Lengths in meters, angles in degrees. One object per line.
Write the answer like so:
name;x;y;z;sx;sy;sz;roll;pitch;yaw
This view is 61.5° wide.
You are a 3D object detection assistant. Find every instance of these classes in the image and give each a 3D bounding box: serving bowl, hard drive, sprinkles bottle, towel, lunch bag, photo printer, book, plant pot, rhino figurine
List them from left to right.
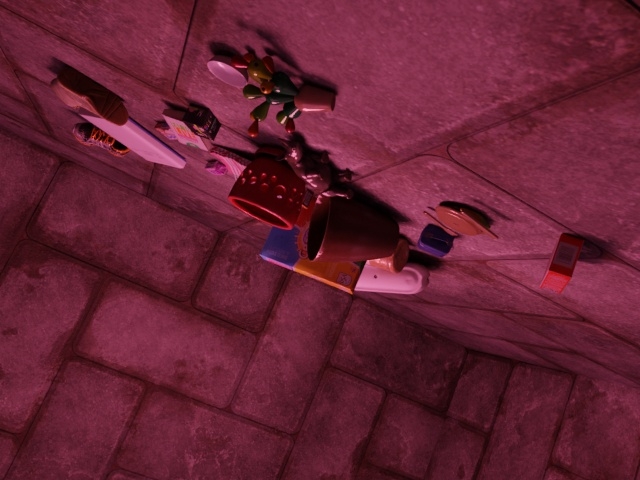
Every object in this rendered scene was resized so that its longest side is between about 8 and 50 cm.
hard drive;-0.638;-0.353;1.849;0.210;0.040;0.319;16;167;32
book;-0.365;-0.304;1.477;0.096;0.035;0.144;17;162;11
serving bowl;-0.173;-0.329;1.031;0.083;0.027;0.083;22;169;5
towel;-0.232;-0.211;1.623;0.197;0.029;0.144;27;168;30
plant pot;-0.128;-0.145;1.440;0.191;0.174;0.191;22;169;4
rhino figurine;-0.023;-0.180;1.328;0.106;0.073;0.243;7;159;47
plant pot;0.101;-0.024;1.550;0.231;0.215;0.215;12;172;-14
sprinkles bottle;0.121;0.012;1.832;0.355;0.121;0.121;15;167;34
photo printer;0.235;0.125;1.927;0.308;0.107;0.256;3;-178;12
lunch bag;0.325;0.003;1.502;0.098;0.067;0.065;21;170;7

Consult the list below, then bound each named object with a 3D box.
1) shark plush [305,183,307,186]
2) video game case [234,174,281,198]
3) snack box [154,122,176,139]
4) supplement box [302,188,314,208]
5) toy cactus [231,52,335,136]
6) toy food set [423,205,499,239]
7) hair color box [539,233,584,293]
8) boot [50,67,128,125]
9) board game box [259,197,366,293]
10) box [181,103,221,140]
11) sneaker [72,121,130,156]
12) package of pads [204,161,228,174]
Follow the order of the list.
shark plush;-0.103;-0.187;1.596;0.161;0.073;0.067;41;157;25
video game case;-0.208;-0.184;1.825;0.173;0.022;0.190;24;169;0
snack box;-0.420;-0.323;1.587;0.178;0.022;0.064;11;164;46
supplement box;-0.070;-0.137;1.682;0.083;0.055;0.043;13;164;41
toy cactus;-0.066;-0.260;0.995;0.181;0.112;0.219;10;158;14
toy food set;0.341;-0.053;1.305;0.132;0.038;0.192;34;172;-18
hair color box;0.549;0.057;1.229;0.053;0.093;0.167;20;169;19
boot;-0.672;-0.407;1.565;0.213;0.077;0.165;36;163;-32
board game box;0.000;0.000;1.702;0.317;0.242;0.064;19;167;16
box;-0.302;-0.301;1.374;0.062;0.052;0.083;20;170;16
sneaker;-0.797;-0.377;1.980;0.215;0.084;0.083;20;172;-41
package of pads;-0.350;-0.242;1.811;0.050;0.032;0.083;27;169;-33
